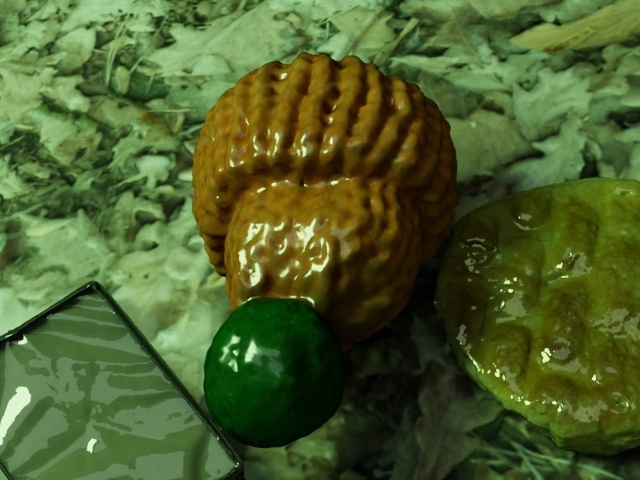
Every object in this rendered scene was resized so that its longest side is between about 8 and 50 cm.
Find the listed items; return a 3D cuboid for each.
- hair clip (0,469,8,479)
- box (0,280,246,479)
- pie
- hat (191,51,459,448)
[{"bbox_3d":[-0.276,0.187,1.254,0.146,0.075,0.257,10,62,-2],"label":"hair clip"},{"bbox_3d":[-0.213,0.187,1.143,0.188,0.153,0.252,-34,75,-16],"label":"box"},{"bbox_3d":[0.284,0.068,1.230,0.339,0.083,0.339,-4,52,5],"label":"pie"},{"bbox_3d":[0.000,0.000,1.172,0.285,0.285,0.400,-6,37,6],"label":"hat"}]
